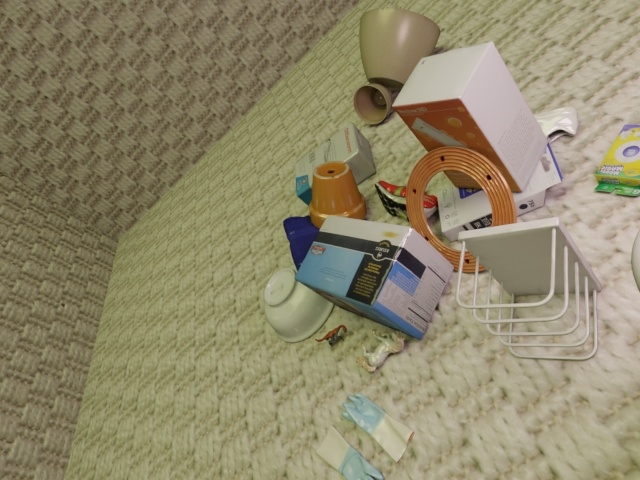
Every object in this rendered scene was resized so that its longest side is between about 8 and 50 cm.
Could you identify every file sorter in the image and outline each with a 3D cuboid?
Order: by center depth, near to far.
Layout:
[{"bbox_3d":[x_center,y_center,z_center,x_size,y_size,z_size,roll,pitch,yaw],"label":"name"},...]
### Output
[{"bbox_3d":[0.420,0.109,0.903,0.192,0.277,0.173,-11,52,43],"label":"file sorter"}]

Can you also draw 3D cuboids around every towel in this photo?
[{"bbox_3d":[0.000,0.000,1.587,0.227,0.076,0.308,-15,35,-4],"label":"towel"}]

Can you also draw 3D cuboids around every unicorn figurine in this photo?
[{"bbox_3d":[0.168,0.289,1.218,0.111,0.060,0.162,40,107,55],"label":"unicorn figurine"}]

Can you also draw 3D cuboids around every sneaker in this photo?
[{"bbox_3d":[0.603,-0.301,1.260,0.212,0.080,0.094,-10,63,41],"label":"sneaker"},{"bbox_3d":[0.282,-0.138,1.465,0.118,0.107,0.279,-35,36,-11],"label":"sneaker"}]

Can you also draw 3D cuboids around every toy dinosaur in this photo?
[{"bbox_3d":[0.042,0.283,1.350,0.047,0.090,0.082,60,140,38],"label":"toy dinosaur"}]

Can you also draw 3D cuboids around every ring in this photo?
[{"bbox_3d":[0.357,-0.079,1.169,0.032,0.337,0.336,-20,20,-32],"label":"ring"}]

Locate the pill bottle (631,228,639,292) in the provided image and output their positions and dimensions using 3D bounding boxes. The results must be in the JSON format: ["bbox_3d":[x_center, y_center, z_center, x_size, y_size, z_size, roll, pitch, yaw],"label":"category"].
[{"bbox_3d":[0.589,0.111,0.596,0.229,0.407,0.229,-29,40,27],"label":"pill bottle"}]

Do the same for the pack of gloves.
[{"bbox_3d":[0.092,0.496,1.114,0.232,0.046,0.195,18,71,54],"label":"pack of gloves"}]

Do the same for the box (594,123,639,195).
[{"bbox_3d":[0.722,-0.187,1.043,0.179,0.043,0.105,-57,35,-7],"label":"box"}]

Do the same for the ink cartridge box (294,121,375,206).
[{"bbox_3d":[0.052,-0.294,1.810,0.307,0.129,0.223,-32,38,24],"label":"ink cartridge box"}]

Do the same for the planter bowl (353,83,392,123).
[{"bbox_3d":[0.232,-0.581,1.873,0.162,0.162,0.109,-7,26,45],"label":"planter bowl"}]

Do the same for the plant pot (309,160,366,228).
[{"bbox_3d":[0.051,-0.168,1.576,0.205,0.188,0.205,-7,35,5],"label":"plant pot"}]

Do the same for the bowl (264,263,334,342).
[{"bbox_3d":[-0.097,0.185,1.534,0.297,0.134,0.298,-29,40,27],"label":"bowl"}]

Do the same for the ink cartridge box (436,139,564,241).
[{"bbox_3d":[0.486,-0.129,1.233,0.332,0.065,0.166,-26,41,33],"label":"ink cartridge box"}]

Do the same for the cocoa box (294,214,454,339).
[{"bbox_3d":[0.141,0.093,1.263,0.347,0.231,0.228,12,71,53],"label":"cocoa box"}]

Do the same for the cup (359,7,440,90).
[{"bbox_3d":[0.300,-0.760,1.846,0.331,0.331,0.237,18,97,53],"label":"cup"}]

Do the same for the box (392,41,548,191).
[{"bbox_3d":[0.385,-0.295,1.142,0.215,0.345,0.168,15,69,54],"label":"box"}]
